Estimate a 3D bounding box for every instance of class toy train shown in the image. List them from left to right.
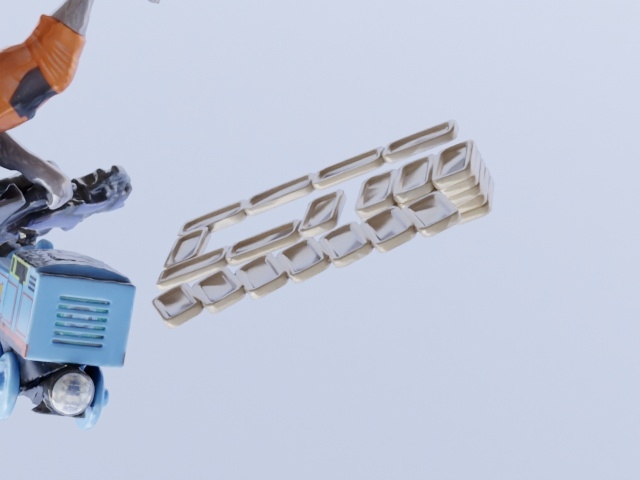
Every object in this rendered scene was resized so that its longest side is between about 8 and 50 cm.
[{"bbox_3d":[-0.177,0.053,1.059,0.080,0.105,0.184,10,-174,-26],"label":"toy train"}]

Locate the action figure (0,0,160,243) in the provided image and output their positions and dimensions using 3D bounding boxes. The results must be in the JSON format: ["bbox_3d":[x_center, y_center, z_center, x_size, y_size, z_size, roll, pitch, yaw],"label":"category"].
[{"bbox_3d":[-0.261,-0.089,1.243,0.178,0.330,0.341,45,-156,14],"label":"action figure"}]

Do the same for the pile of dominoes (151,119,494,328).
[{"bbox_3d":[0.000,0.000,1.201,0.251,0.040,0.196,-21,-160,17],"label":"pile of dominoes"}]
